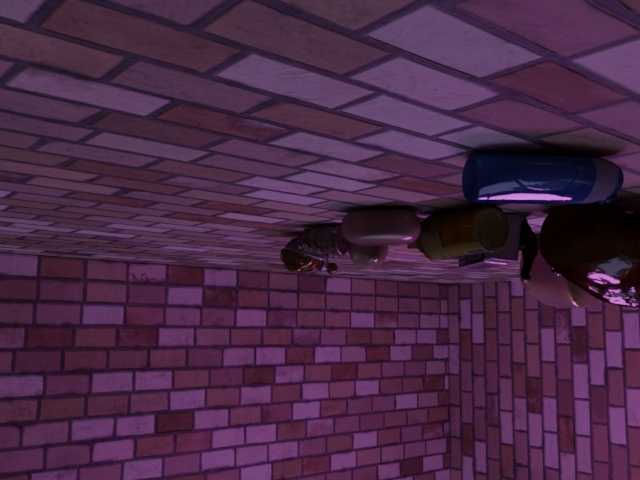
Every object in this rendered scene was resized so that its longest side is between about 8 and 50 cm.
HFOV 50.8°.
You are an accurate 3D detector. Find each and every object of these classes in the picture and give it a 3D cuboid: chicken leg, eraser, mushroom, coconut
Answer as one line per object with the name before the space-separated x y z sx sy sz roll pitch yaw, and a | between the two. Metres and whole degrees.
chicken leg | 0.529 0.017 1.744 0.053 0.093 0.205 21 -146 -2
eraser | 0.459 0.008 1.849 0.086 0.130 0.287 5 174 -6
mushroom | 0.708 0.004 1.647 0.345 0.260 0.345 26 167 7
coconut | 0.140 0.026 1.994 0.116 0.116 0.122 3 -155 -19
coconut | 0.776 0.099 2.113 0.233 0.233 0.245 7 175 -43

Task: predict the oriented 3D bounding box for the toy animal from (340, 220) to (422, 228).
toy animal | 0.189 -0.032 1.837 0.275 0.054 0.149 2 176 -34

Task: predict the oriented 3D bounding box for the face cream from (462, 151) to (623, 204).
face cream | 0.382 -0.104 1.145 0.263 0.083 0.149 1 173 -5

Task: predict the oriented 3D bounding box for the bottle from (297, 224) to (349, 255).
bottle | 0.000 0.001 1.964 0.152 0.099 0.099 1 174 26

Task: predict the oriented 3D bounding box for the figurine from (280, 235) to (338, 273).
figurine | -0.012 0.044 2.205 0.274 0.133 0.193 0 -161 -45

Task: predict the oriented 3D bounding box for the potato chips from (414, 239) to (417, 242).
potato chips | 0.312 -0.016 1.988 0.201 0.049 0.150 3 170 38

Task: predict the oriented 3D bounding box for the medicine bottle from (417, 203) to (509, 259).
medicine bottle | 0.343 -0.018 1.676 0.124 0.124 0.238 6 171 -34

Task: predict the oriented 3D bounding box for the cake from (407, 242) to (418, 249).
cake | 0.327 0.004 2.114 0.121 0.052 0.065 -6 173 38

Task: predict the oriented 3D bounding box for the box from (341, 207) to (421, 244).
box | 0.152 -0.033 1.696 0.200 0.088 0.146 -2 171 13

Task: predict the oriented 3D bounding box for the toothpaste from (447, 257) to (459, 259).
toothpaste | 0.487 0.052 2.500 0.164 0.046 0.034 -1 174 15
